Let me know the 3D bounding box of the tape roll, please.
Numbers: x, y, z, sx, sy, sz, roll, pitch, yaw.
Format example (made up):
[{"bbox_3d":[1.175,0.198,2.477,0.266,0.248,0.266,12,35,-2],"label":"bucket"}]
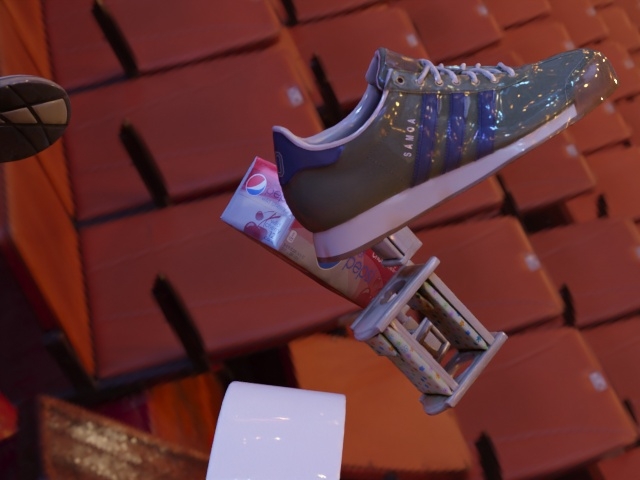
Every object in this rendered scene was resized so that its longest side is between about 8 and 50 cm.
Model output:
[{"bbox_3d":[-0.044,0.259,0.927,0.286,0.100,0.286,6,90,-89],"label":"tape roll"}]

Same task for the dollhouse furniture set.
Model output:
[{"bbox_3d":[0.055,0.070,1.110,0.182,0.101,0.161,47,-21,-14],"label":"dollhouse furniture set"}]

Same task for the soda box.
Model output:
[{"bbox_3d":[0.000,0.000,1.308,0.092,0.083,0.263,27,-4,32],"label":"soda box"}]

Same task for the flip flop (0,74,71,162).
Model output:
[{"bbox_3d":[-0.425,-0.137,1.300,0.112,0.277,0.080,90,-24,-43],"label":"flip flop"}]

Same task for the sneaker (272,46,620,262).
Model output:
[{"bbox_3d":[0.061,-0.071,0.610,0.086,0.192,0.064,59,-1,-9],"label":"sneaker"}]
